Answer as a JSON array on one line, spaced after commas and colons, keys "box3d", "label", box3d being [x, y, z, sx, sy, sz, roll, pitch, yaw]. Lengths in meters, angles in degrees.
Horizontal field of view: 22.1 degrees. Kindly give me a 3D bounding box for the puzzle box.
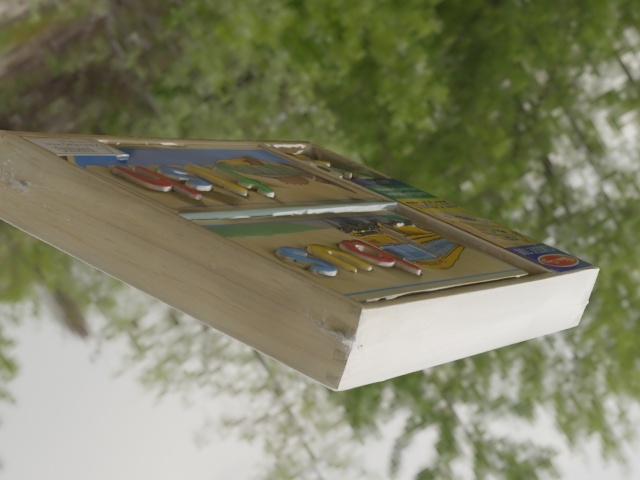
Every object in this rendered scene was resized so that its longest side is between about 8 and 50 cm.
[{"box3d": [0.000, 0.000, 1.104, 0.409, 0.272, 0.052, -6, 118, -63], "label": "puzzle box"}]
